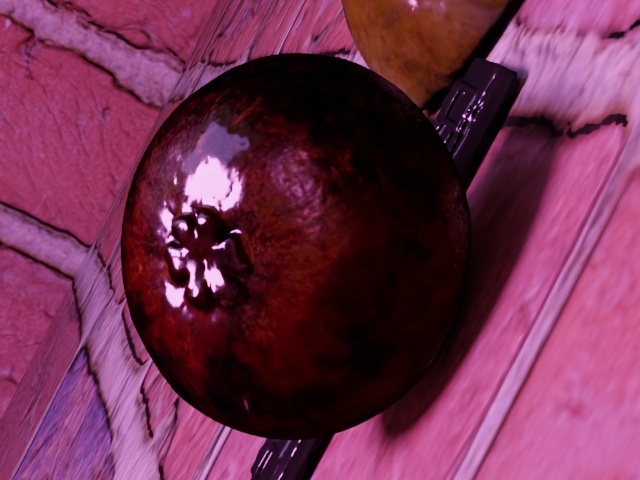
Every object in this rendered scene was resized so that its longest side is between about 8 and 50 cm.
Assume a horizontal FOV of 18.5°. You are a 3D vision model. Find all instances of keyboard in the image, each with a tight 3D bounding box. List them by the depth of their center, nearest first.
[{"bbox_3d":[0.020,0.021,0.772,0.204,0.013,0.061,-62,9,5],"label":"keyboard"}]

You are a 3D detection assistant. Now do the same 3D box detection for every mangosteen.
[{"bbox_3d":[0.000,0.000,0.672,0.140,0.140,0.140,-60,10,17],"label":"mangosteen"}]

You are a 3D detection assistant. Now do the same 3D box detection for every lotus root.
[{"bbox_3d":[0.064,-0.163,0.868,0.203,0.078,0.183,-57,12,23],"label":"lotus root"}]
